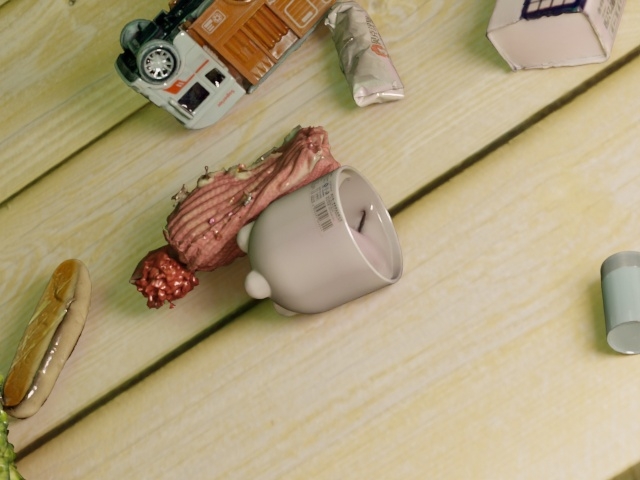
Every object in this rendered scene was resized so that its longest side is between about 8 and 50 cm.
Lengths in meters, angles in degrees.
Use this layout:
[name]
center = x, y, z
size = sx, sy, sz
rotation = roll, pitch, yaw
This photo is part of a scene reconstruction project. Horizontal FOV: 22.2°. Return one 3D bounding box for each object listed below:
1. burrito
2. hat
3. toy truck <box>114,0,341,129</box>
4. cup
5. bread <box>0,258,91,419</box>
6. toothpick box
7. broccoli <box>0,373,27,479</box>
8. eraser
[burrito]
center = 0.049, -0.223, 1.964
size = 0.064, 0.064, 0.203
rotation = -32, 41, 11
[hat]
center = -0.107, -0.036, 1.856
size = 0.286, 0.107, 0.237
rotation = -42, 7, 5
[toy truck]
center = -0.108, -0.279, 2.068
size = 0.305, 0.162, 0.136
rotation = -45, 27, 3
[cup]
center = -0.007, -0.005, 1.737
size = 0.142, 0.134, 0.173
rotation = -25, 42, 22
[bread]
center = -0.318, 0.120, 1.944
size = 0.073, 0.053, 0.214
rotation = -7, 52, 40
[toothpick box]
center = 0.284, 0.056, 1.496
size = 0.052, 0.052, 0.083
rotation = -20, 44, 25
[broccoli]
center = -0.455, 0.263, 1.748
size = 0.277, 0.318, 0.338
rotation = -16, 42, -36
[eraser]
center = 0.288, -0.324, 1.836
size = 0.130, 0.086, 0.287
rotation = -7, 49, 36
